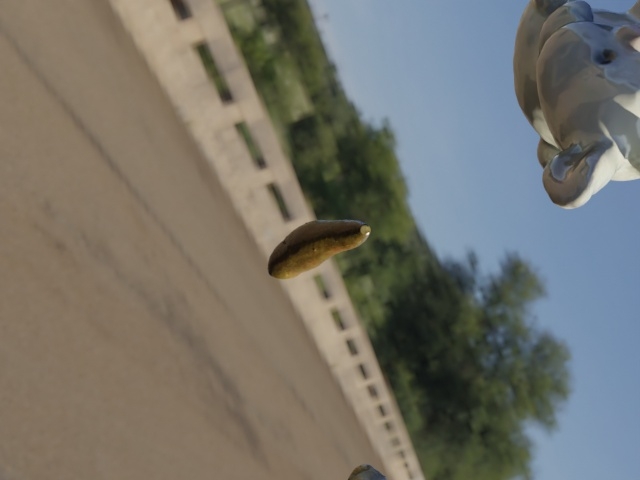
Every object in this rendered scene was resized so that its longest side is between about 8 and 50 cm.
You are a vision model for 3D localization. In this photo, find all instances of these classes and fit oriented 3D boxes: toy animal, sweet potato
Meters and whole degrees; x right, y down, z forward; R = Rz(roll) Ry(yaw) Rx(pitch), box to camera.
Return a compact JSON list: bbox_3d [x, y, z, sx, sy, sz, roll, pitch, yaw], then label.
[{"bbox_3d":[0.320,-0.133,1.610,0.367,0.196,0.241,-97,-166,-64],"label":"toy animal"},{"bbox_3d":[0.000,0.000,2.320,0.244,0.077,0.077,-29,-103,47],"label":"sweet potato"}]

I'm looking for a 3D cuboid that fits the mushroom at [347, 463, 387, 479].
[{"bbox_3d":[0.124,0.312,1.761,0.059,0.202,0.054,53,49,-48],"label":"mushroom"}]
